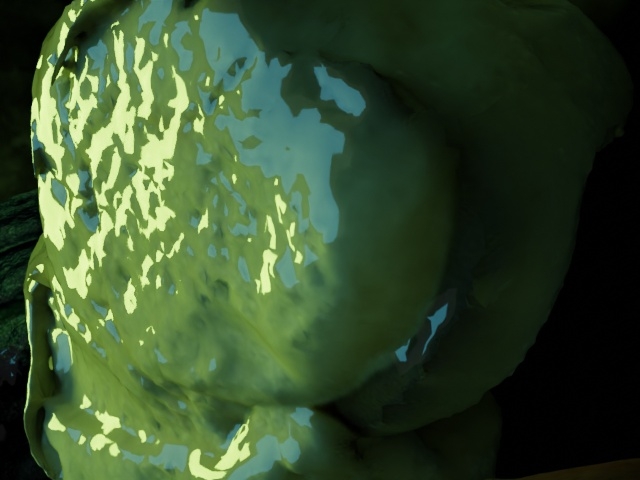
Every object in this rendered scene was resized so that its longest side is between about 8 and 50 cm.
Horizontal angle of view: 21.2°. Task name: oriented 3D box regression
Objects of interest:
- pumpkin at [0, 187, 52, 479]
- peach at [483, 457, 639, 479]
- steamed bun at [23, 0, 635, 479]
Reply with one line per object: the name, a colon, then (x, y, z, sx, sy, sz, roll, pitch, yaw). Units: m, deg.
pumpkin: (-0.171, 0.130, 1.357, 0.363, 0.266, 0.363, 61, -168, -22)
peach: (0.065, 0.168, 0.433, 0.252, 0.252, 0.252, -172, 90, -79)
steamed bun: (-0.004, 0.000, 0.874, 0.325, 0.230, 0.372, 50, 133, 32)
